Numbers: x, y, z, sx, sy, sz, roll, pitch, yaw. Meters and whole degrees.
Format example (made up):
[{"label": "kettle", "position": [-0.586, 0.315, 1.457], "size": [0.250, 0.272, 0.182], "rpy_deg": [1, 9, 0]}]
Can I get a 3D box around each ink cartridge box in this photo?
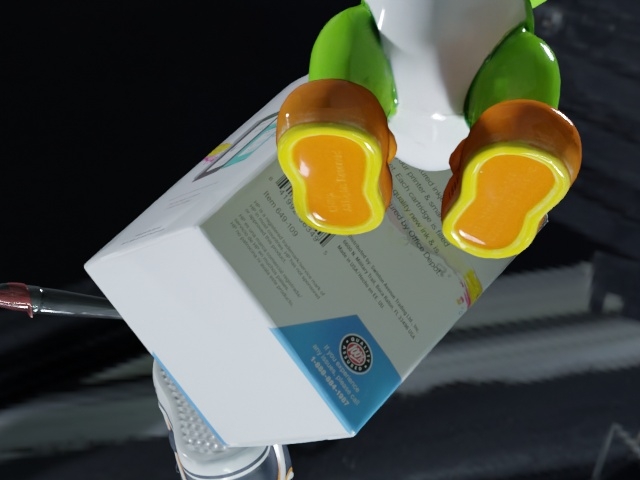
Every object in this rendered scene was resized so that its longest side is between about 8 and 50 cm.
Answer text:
[{"label": "ink cartridge box", "position": [0.000, 0.000, 1.196], "size": [0.270, 0.197, 0.198], "rpy_deg": [-44, -75, -31]}]

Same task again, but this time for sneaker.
[{"label": "sneaker", "position": [-0.102, 0.188, 1.563], "size": [0.126, 0.127, 0.321], "rpy_deg": [-14, -154, 2]}]

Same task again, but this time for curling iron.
[{"label": "curling iron", "position": [-0.315, 0.072, 1.601], "size": [0.274, 0.035, 0.068], "rpy_deg": [6, -141, -32]}]

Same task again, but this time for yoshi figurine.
[{"label": "yoshi figurine", "position": [0.087, -0.181, 0.877], "size": [0.203, 0.203, 0.362], "rpy_deg": [40, -134, -29]}]
